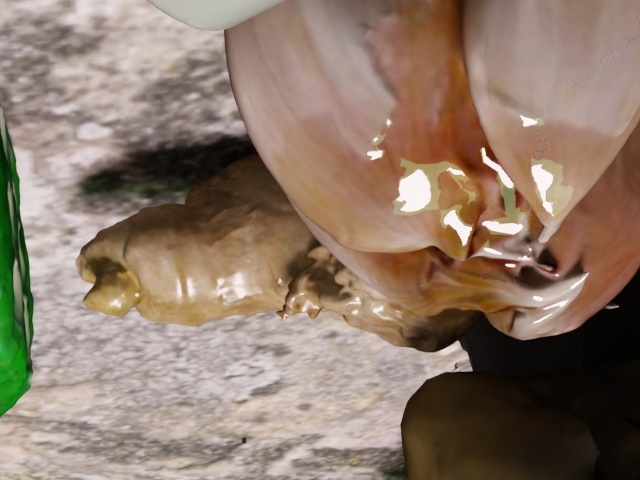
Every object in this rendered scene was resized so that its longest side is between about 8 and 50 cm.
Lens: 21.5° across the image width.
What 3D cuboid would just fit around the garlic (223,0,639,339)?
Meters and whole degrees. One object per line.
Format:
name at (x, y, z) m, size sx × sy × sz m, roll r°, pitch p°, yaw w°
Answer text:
garlic at (0.054, -0.060, 0.618) m, size 0.160 × 0.191 × 0.214 m, roll 12°, pitch 168°, yaw 11°

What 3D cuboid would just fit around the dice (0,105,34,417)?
dice at (-0.181, 0.007, 0.689) m, size 0.120 × 0.128 × 0.131 m, roll -8°, pitch 152°, yaw -5°

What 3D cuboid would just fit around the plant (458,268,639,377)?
plant at (0.159, 0.045, 0.866) m, size 0.164 × 0.141 × 0.256 m, roll -1°, pitch 140°, yaw -17°

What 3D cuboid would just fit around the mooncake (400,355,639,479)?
mooncake at (0.264, 0.086, 0.678) m, size 0.393 × 0.246 × 0.394 m, roll 2°, pitch 132°, yaw -41°

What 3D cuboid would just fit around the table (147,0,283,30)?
table at (0.036, -0.156, 0.448) m, size 0.220 × 0.126 × 0.126 m, roll -24°, pitch 150°, yaw 25°

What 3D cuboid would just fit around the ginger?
ginger at (0.003, -0.002, 0.756) m, size 0.213 × 0.074 × 0.137 m, roll -4°, pitch -159°, yaw 27°
